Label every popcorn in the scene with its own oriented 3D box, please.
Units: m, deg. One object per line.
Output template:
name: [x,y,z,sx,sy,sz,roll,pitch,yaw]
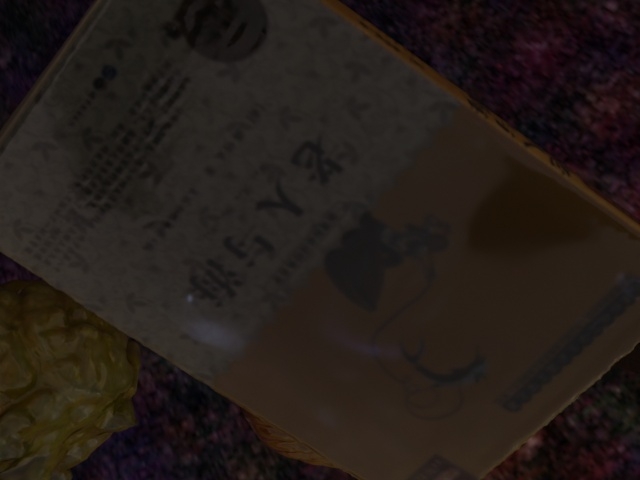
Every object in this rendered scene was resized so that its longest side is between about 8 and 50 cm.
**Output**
popcorn: [-0.297,0.157,1.439,0.249,0.225,0.249,-18,146,-13]

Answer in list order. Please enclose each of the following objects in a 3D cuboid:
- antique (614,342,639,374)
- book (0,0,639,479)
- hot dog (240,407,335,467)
antique: [0.287,0.102,1.086,0.015,0.192,0.031,-25,120,-37]
book: [0.000,0.000,0.869,0.389,0.032,0.269,33,121,-15]
hot dog: [0.053,0.064,1.553,0.367,0.196,0.366,-7,97,-45]
